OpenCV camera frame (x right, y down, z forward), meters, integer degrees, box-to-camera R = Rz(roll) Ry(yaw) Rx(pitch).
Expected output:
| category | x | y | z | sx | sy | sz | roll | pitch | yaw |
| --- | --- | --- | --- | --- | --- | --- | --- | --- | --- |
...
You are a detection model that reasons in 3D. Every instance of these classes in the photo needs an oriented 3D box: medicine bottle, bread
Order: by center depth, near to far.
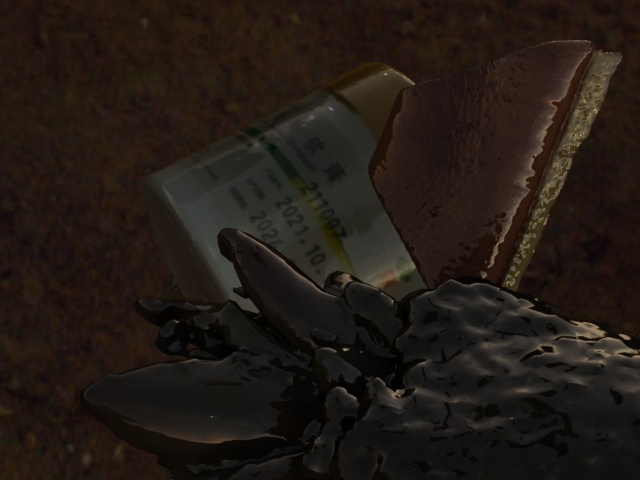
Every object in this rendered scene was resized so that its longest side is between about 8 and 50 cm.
| category | x | y | z | sx | sy | sz | roll | pitch | yaw |
| --- | --- | --- | --- | --- | --- | --- | --- | --- | --- |
| bread | 0.096 | -0.046 | 0.769 | 0.119 | 0.192 | 0.067 | 30 | 11 | 29 |
| medicine bottle | 0.000 | 0.000 | 1.063 | 0.232 | 0.238 | 0.238 | -28 | 53 | -14 |

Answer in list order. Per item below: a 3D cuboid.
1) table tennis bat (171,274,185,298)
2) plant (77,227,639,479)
| category | x | y | z | sx | sy | sz | roll | pitch | yaw |
| --- | --- | --- | --- | --- | --- | --- | --- | --- | --- |
| table tennis bat | -0.113 | 0.057 | 1.367 | 0.019 | 0.100 | 0.155 | 15 | 11 | -46 |
| plant | 0.044 | 0.108 | 0.615 | 0.321 | 0.194 | 0.181 | 6 | 32 | 18 |
